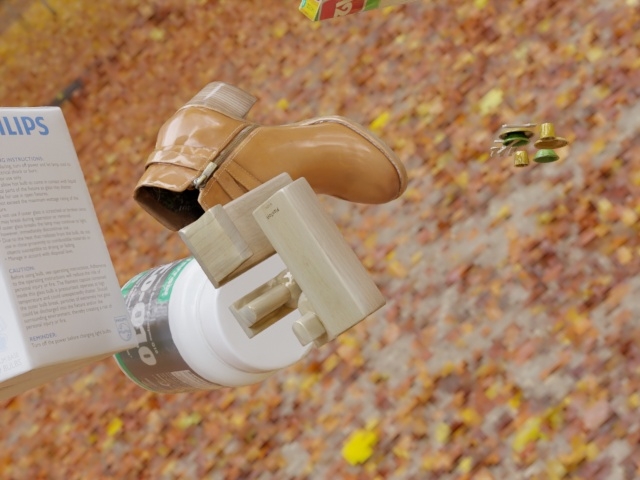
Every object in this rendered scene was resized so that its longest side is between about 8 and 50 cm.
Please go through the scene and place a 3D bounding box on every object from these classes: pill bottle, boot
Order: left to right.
[{"bbox_3d":[-0.157,0.117,2.079,0.204,0.204,0.361,-53,18,-27],"label":"pill bottle"},{"bbox_3d":[-0.056,-0.066,1.604,0.109,0.283,0.220,-64,-1,41],"label":"boot"}]

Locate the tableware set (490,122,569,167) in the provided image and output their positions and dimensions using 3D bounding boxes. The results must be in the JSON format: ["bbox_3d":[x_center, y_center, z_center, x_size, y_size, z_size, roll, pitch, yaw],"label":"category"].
[{"bbox_3d":[0.287,-0.126,1.912,0.104,0.024,0.154,-2,-13,-1],"label":"tableware set"}]

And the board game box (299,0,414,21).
[{"bbox_3d":[0.090,-0.343,1.736,0.259,0.039,0.124,-23,-33,-45],"label":"board game box"}]

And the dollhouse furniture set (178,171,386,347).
[{"bbox_3d":[0.000,0.000,1.134,0.123,0.144,0.151,-31,-4,-37],"label":"dollhouse furniture set"}]

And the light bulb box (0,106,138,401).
[{"bbox_3d":[-0.498,0.044,1.963,0.358,0.361,0.225,-23,-8,30],"label":"light bulb box"}]
